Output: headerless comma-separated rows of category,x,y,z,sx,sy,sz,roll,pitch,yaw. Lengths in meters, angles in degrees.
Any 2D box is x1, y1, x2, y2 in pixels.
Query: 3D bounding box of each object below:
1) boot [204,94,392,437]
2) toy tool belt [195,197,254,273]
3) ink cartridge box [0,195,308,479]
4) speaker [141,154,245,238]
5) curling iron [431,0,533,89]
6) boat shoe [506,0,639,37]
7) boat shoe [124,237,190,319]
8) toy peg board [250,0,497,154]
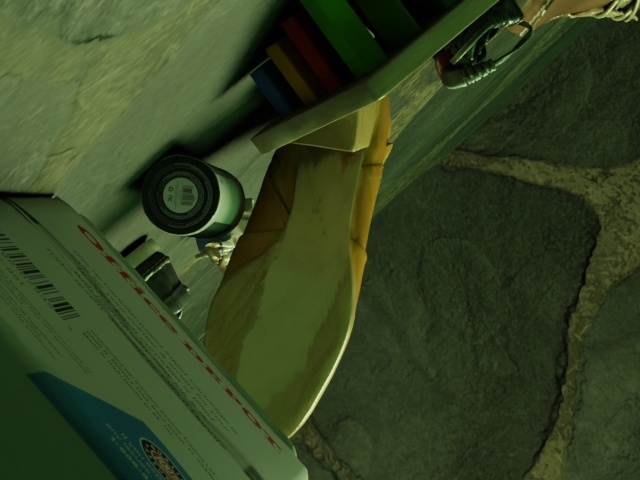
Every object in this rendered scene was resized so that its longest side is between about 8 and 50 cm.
boot,-0.001,-0.001,1.448,0.211,0.104,0.295,-36,141,-77
toy tool belt,-0.089,-0.004,1.660,0.051,0.052,0.083,-2,149,-31
ink cartridge box,-0.140,0.098,0.969,0.129,0.223,0.307,-43,176,6
speaker,-0.087,-0.029,1.338,0.055,0.055,0.136,-43,176,2
curling iron,0.100,-0.142,1.319,0.068,0.035,0.274,-35,-171,5
boat shoe,0.293,-0.279,1.909,0.324,0.116,0.123,-39,174,-38
boat shoe,-0.148,0.060,1.567,0.075,0.065,0.206,-41,175,-20
toy peg board,0.028,-0.146,1.239,0.161,0.079,0.160,-41,-170,-28
